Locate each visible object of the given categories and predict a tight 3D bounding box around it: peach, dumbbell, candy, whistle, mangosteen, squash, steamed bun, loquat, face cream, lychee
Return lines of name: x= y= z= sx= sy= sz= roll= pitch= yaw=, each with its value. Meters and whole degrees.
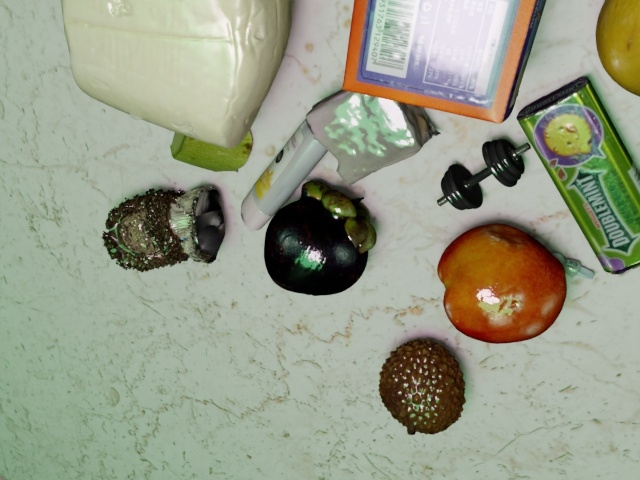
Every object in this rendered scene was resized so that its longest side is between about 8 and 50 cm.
peach: x=0.350 y=0.082 z=1.218 sx=0.244 sy=0.199 sz=0.243 roll=0 pitch=89 yaw=14
dumbbell: x=0.301 y=-0.121 z=1.178 sx=0.209 sy=0.099 sz=0.099 roll=-35 pitch=101 yaw=37
candy: x=0.099 y=-0.216 z=1.188 sx=0.195 sy=0.137 sz=0.184 roll=-23 pitch=107 yaw=28
whistle: x=0.489 y=0.051 z=1.242 sx=0.100 sy=0.035 sz=0.035 roll=23 pitch=123 yaw=7
mangosteen: x=0.000 y=0.000 z=1.309 sx=0.243 sy=0.243 sz=0.242 roll=9 pitch=120 yaw=17
squash: x=-0.244 y=-0.218 z=1.353 sx=0.184 sy=0.085 sz=0.191 roll=29 pitch=125 yaw=6
steamed bun: x=-0.226 y=-0.424 z=1.115 sx=0.372 sy=0.290 sz=0.455 roll=19 pitch=125 yaw=5
loquat: x=0.509 y=-0.329 z=0.923 sx=0.214 sy=0.213 sz=0.246 roll=-29 pitch=110 yaw=31
face cream: x=-0.075 y=-0.137 z=1.321 sx=0.073 sy=0.107 sz=0.269 roll=28 pitch=126 yaw=-21
lychee: x=0.225 y=0.338 z=1.413 sx=0.200 sy=0.200 sz=0.238 roll=17 pitch=110 yaw=12

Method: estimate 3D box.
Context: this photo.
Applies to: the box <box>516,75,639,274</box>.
box: x=0.490 y=-0.106 z=1.117 sx=0.134 sy=0.097 sz=0.345 roll=-26 pitch=106 yaw=31

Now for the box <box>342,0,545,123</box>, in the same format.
box: x=0.214 y=-0.400 z=0.932 sx=0.257 sy=0.318 sz=0.348 roll=16 pitch=121 yaw=13

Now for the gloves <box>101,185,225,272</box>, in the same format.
gloves: x=-0.366 y=-0.021 z=1.477 sx=0.313 sy=0.135 sz=0.210 roll=0 pitch=117 yaw=22
